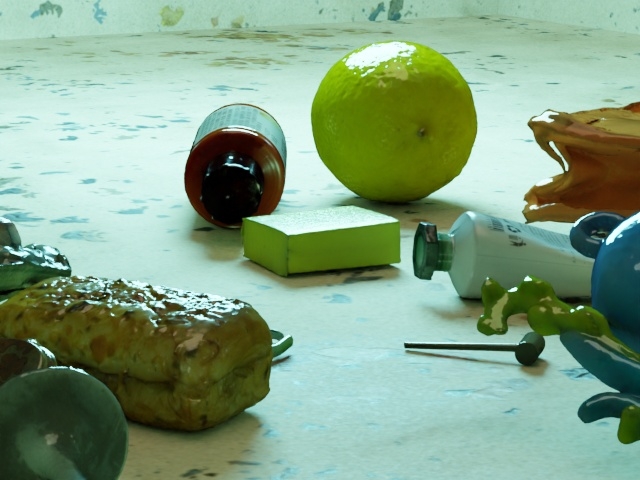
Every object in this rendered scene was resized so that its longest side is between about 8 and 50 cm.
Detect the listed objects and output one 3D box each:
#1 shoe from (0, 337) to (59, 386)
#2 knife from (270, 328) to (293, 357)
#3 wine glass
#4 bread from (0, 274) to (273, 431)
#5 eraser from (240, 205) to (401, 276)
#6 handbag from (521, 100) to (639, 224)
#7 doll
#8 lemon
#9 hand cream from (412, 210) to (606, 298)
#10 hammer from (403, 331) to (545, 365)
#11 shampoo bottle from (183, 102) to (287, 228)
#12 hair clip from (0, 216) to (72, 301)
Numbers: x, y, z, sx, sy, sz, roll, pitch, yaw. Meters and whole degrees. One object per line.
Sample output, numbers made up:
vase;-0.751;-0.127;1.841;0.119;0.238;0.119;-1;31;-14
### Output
shoe;-0.205;0.098;1.333;0.109;0.069;0.072;-6;46;20
knife;-0.129;0.076;1.575;0.212;0.015;0.054;7;21;20
wine glass;-0.181;0.180;1.001;0.264;0.096;0.309;-20;19;-16
bread;-0.138;0.076;1.415;0.211;0.083;0.114;6;18;31
eraser;0.000;0.000;1.867;0.122;0.045;0.097;-7;14;-29
handbag;0.394;-0.070;1.995;0.303;0.116;0.410;8;9;25
doll;0.319;0.057;1.357;0.341;0.099;0.346;33;55;27
lemon;0.078;-0.130;2.166;0.178;0.178;0.203;-4;13;-22
hand cream;0.249;0.024;1.768;0.336;0.076;0.121;5;16;-12
hammer;0.119;0.082;1.560;0.110;0.019;0.035;2;12;15
shampoo bottle;-0.087;-0.072;2.053;0.104;0.104;0.278;1;12;0
hair clip;-0.301;0.038;1.479;0.138;0.091;0.321;-20;4;16
